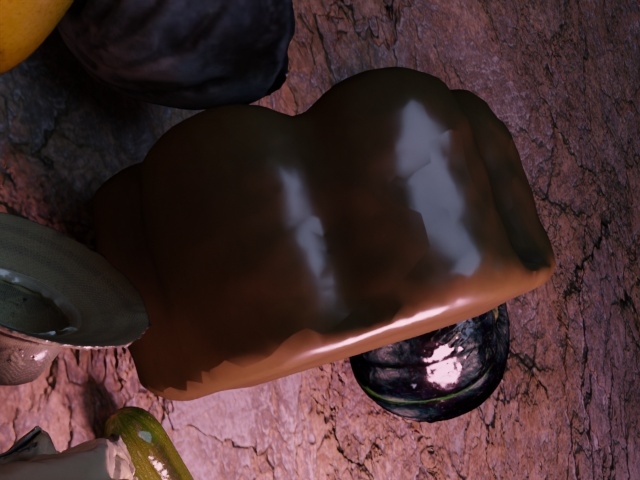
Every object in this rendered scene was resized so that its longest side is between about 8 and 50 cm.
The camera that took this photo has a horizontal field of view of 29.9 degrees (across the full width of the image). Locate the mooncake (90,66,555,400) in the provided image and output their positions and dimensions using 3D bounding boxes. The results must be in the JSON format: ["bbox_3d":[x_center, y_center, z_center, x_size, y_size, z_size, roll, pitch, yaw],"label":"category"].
[{"bbox_3d":[0.000,0.000,1.276,0.467,0.467,0.262,-3,74,-59],"label":"mooncake"}]

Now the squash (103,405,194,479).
[{"bbox_3d":[-0.164,0.272,1.284,0.229,0.066,0.066,65,32,-21],"label":"squash"}]

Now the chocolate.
[{"bbox_3d":[-0.184,-0.277,1.290,0.213,0.303,0.303,-16,93,-31],"label":"chocolate"}]

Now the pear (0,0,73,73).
[{"bbox_3d":[-0.303,-0.320,1.077,0.285,0.285,0.336,-48,126,-55],"label":"pear"}]

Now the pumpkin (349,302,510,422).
[{"bbox_3d":[0.140,0.110,1.695,0.315,0.238,0.315,-3,90,-76],"label":"pumpkin"}]

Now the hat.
[{"bbox_3d":[-0.288,0.071,1.094,0.252,0.252,0.110,-1,121,-59],"label":"hat"}]

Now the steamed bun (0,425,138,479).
[{"bbox_3d":[-0.240,0.333,0.965,0.394,0.237,0.347,-116,-160,-52],"label":"steamed bun"}]
